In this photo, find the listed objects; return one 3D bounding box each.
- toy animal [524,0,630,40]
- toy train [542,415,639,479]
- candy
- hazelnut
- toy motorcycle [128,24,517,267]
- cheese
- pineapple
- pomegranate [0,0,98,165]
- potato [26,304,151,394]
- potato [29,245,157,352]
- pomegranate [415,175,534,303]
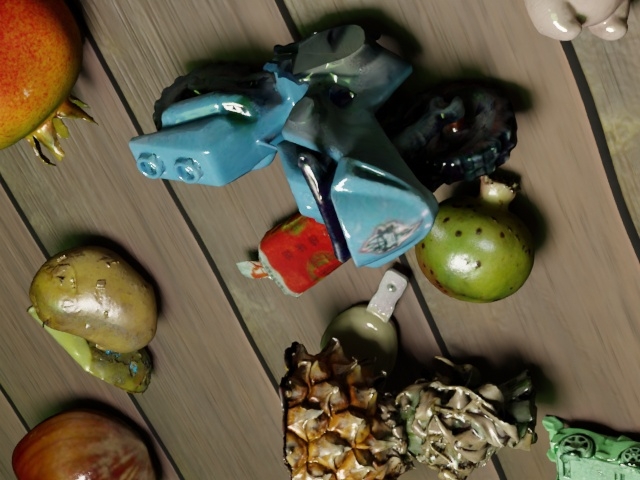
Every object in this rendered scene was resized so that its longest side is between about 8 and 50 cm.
[{"bbox_3d":[0.259,-0.253,1.026,0.124,0.124,0.212,43,140,-4],"label":"toy animal"},{"bbox_3d":[0.322,0.256,1.428,0.149,0.081,0.099,3,126,25],"label":"toy train"},{"bbox_3d":[-0.001,0.000,1.444,0.086,0.059,0.292,49,134,-8],"label":"candy"},{"bbox_3d":[-0.351,0.351,1.897,0.212,0.181,0.181,55,163,-14],"label":"hazelnut"},{"bbox_3d":[-0.017,-0.091,1.256,0.416,0.232,0.172,11,141,27],"label":"toy motorcycle"},{"bbox_3d":[0.063,0.100,1.497,0.097,0.037,0.192,31,137,7],"label":"cheese"},{"bbox_3d":[0.115,0.218,1.426,0.271,0.262,0.263,-11,121,11],"label":"pineapple"},{"bbox_3d":[-0.370,-0.195,1.421,0.221,0.221,0.257,-24,114,43],"label":"pomegranate"},{"bbox_3d":[-0.313,0.137,1.743,0.198,0.119,0.054,38,103,5],"label":"potato"},{"bbox_3d":[-0.296,0.076,1.660,0.175,0.137,0.137,28,140,-20],"label":"potato"},{"bbox_3d":[0.163,0.004,1.306,0.130,0.130,0.130,18,132,21],"label":"pomegranate"}]
